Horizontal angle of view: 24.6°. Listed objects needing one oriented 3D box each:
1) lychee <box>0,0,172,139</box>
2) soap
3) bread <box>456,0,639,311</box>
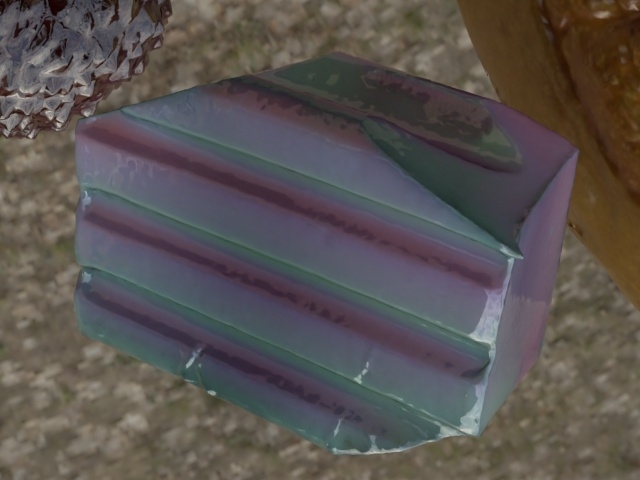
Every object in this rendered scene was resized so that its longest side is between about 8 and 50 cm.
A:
[{"bbox_3d":[-0.228,-0.181,1.013,0.271,0.271,0.271,-19,146,-13],"label":"lychee"},{"bbox_3d":[0.000,0.000,0.410,0.056,0.149,0.100,-30,131,-47],"label":"soap"},{"bbox_3d":[0.140,-0.084,0.440,0.143,0.269,0.195,-21,-179,-36],"label":"bread"}]
